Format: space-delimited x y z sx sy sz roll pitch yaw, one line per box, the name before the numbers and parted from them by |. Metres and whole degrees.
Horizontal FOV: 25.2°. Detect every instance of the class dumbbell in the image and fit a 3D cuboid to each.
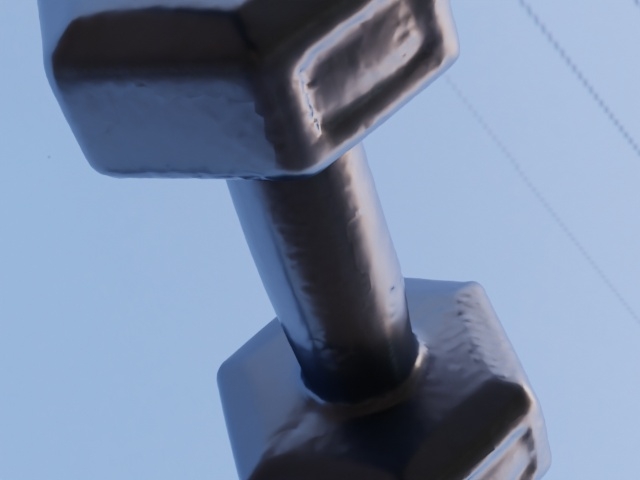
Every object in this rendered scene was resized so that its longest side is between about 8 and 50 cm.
dumbbell | 0.000 0.000 0.602 0.160 0.144 0.325 1 -46 21
